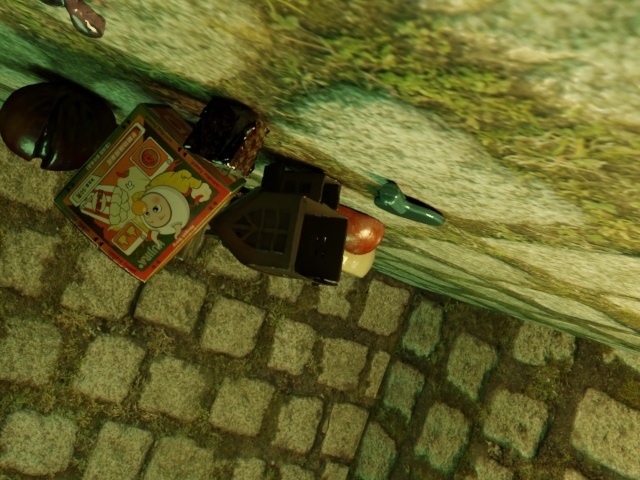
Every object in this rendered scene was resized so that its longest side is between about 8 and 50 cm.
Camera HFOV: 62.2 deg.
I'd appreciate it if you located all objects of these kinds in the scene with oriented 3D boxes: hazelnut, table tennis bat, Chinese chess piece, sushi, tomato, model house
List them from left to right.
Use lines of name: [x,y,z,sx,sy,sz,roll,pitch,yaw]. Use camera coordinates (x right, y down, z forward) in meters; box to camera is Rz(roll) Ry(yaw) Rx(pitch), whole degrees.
hazelnut: [-0.496,-0.225,1.020,0.204,0.178,0.178,17,179,-32]
sushi: [-0.123,-0.136,0.701,0.094,0.084,0.098,27,176,15]
model house: [-0.097,-0.036,0.961,0.243,0.204,0.211,7,173,28]
Chinese chess piece: [0.000,0.000,1.580,0.338,0.140,0.338,21,177,1]
tomato: [0.045,-0.026,1.297,0.237,0.095,0.237,20,177,1]
table tennis bat: [0.136,-0.054,0.866,0.124,0.033,0.201,17,178,24]

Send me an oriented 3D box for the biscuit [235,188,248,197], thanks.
biscuit: [-0.308,-0.160,1.641,0.194,0.053,0.194,22,176,2]

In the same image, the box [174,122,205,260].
box: [-0.271,-0.095,0.975,0.149,0.231,0.155,21,175,-6]

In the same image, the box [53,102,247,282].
box: [-0.249,-0.076,0.803,0.177,0.195,0.148,45,-169,-9]

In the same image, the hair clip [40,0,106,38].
hair clip: [-0.279,-0.237,0.431,0.187,0.056,0.146,13,177,-13]
